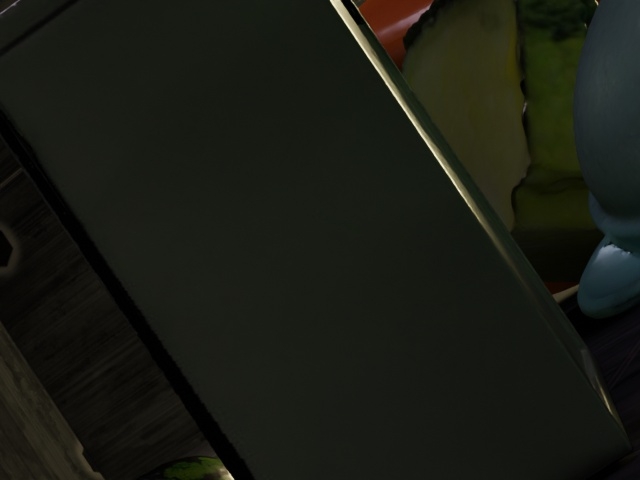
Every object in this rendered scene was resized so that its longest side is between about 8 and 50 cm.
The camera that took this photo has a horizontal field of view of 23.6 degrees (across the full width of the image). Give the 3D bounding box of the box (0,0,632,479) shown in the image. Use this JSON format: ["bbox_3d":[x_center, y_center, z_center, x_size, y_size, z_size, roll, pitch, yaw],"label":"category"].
[{"bbox_3d":[0.000,0.000,0.581,0.117,0.225,0.225,-34,-3,7],"label":"box"}]

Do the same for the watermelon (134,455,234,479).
[{"bbox_3d":[-0.089,0.169,0.907,0.163,0.069,0.087,-29,-4,-42],"label":"watermelon"}]

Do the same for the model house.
[{"bbox_3d":[0.173,-0.064,0.905,0.211,0.170,0.194,3,-15,-15],"label":"model house"}]

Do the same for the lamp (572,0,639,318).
[{"bbox_3d":[0.191,-0.083,0.555,0.209,0.147,0.284,-39,-6,39],"label":"lamp"}]

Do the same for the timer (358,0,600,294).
[{"bbox_3d":[0.163,-0.107,1.076,0.250,0.257,0.161,-39,21,14],"label":"timer"}]
